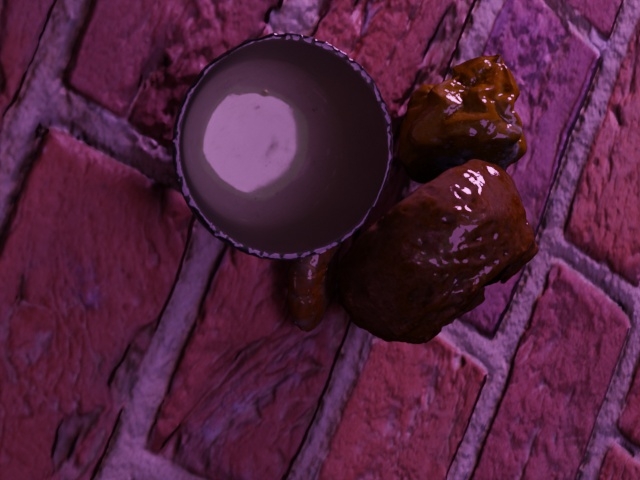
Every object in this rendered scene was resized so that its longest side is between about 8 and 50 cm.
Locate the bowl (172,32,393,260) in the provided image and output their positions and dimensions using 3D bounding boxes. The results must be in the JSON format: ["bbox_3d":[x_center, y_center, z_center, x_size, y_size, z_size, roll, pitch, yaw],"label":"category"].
[{"bbox_3d":[-0.047,-0.088,1.805,0.211,0.112,0.211,-1,94,-17],"label":"bowl"}]

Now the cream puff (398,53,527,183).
[{"bbox_3d":[0.149,-0.129,2.046,0.146,0.146,0.116,32,49,-48],"label":"cream puff"}]

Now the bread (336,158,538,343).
[{"bbox_3d":[0.123,0.019,1.983,0.230,0.123,0.230,-37,166,-11],"label":"bread"}]

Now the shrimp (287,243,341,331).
[{"bbox_3d":[0.000,0.000,1.973,0.101,0.042,0.190,-1,102,-69],"label":"shrimp"}]
